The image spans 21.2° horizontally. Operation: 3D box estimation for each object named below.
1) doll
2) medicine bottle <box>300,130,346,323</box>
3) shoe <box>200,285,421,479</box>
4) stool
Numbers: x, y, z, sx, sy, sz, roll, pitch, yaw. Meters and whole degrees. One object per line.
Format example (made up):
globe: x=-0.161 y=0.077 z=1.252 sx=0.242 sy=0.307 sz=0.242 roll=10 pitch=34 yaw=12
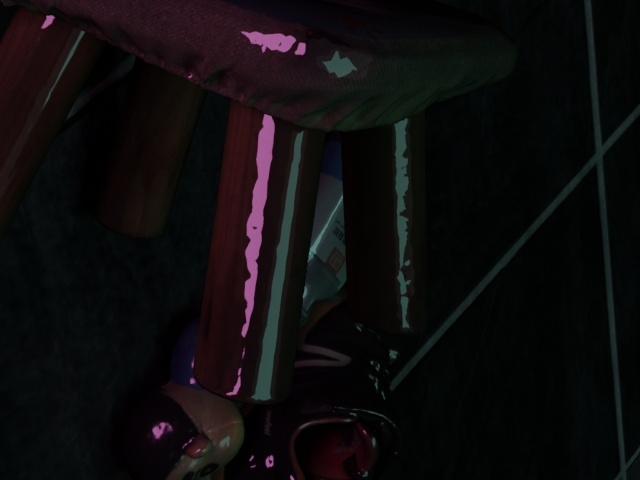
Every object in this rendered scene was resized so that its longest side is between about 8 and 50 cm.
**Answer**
doll: x=-0.092 y=0.125 z=1.336 sx=0.089 sy=0.102 sz=0.179 roll=37 pitch=72 yaw=-10
medicine bottle: x=0.000 y=0.000 z=1.434 sx=0.208 sy=0.053 sz=0.090 roll=-62 pitch=146 yaw=-17
shoe: x=0.012 y=0.139 z=1.441 sx=0.291 sy=0.137 sz=0.114 roll=-43 pitch=138 yaw=-39
stool: x=-0.071 y=-0.065 z=1.057 sx=0.310 sy=0.310 sz=0.226 roll=-14 pitch=120 yaw=-63
